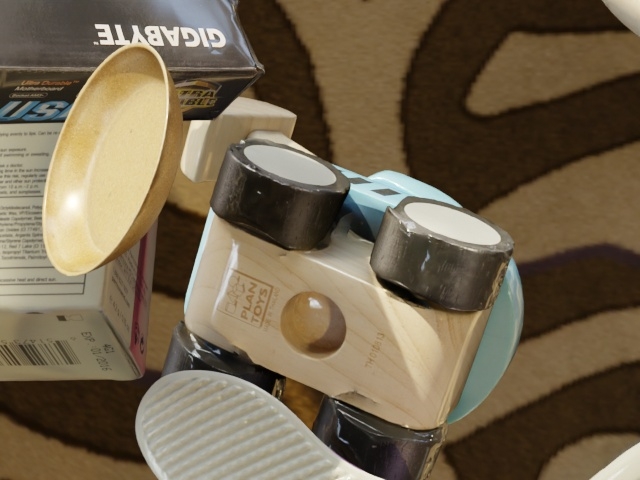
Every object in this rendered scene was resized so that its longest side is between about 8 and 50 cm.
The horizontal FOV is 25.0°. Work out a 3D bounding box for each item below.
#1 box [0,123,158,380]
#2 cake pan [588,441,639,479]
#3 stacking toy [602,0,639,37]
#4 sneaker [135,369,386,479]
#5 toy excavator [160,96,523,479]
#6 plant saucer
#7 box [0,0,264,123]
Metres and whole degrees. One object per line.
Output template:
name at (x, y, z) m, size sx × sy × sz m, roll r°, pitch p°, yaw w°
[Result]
box at (-0.196, -0.029, 1.006) m, size 0.149 × 0.127 × 0.232 m, roll -1°, pitch 62°, yaw 7°
cake pan at (0.169, 0.178, 0.375) m, size 0.054 × 0.293 × 0.293 m, roll 34°, pitch 77°, yaw -61°
stacking toy at (0.347, -0.330, 0.779) m, size 0.351 × 0.350 × 0.480 m, roll -14°, pitch 127°, yaw -27°
sneaker at (-0.005, 0.199, 1.077) m, size 0.282 × 0.161 × 0.102 m, roll 30°, pitch 80°, yaw 13°
toy excavator at (0.000, 0.000, 1.346) m, size 0.445 × 0.433 × 0.222 m, roll -28°, pitch 138°, yaw -66°
plant saucer at (-0.069, -0.026, 0.495) m, size 0.015 × 0.083 × 0.083 m, roll 20°, pitch 86°, yaw -34°
box at (-0.208, -0.209, 0.864) m, size 0.295 × 0.073 × 0.293 m, roll -5°, pitch 65°, yaw -39°
